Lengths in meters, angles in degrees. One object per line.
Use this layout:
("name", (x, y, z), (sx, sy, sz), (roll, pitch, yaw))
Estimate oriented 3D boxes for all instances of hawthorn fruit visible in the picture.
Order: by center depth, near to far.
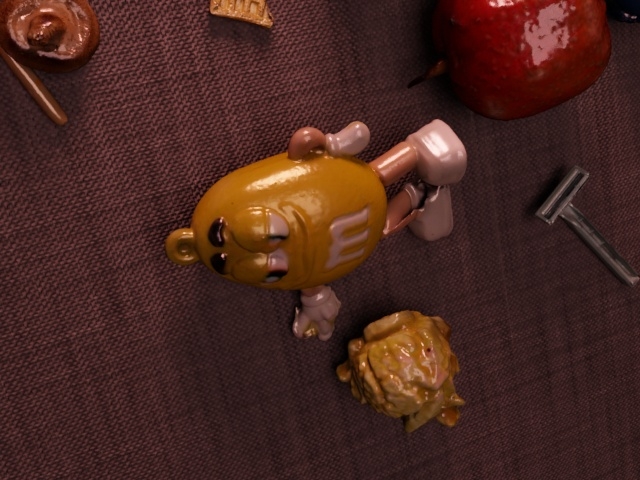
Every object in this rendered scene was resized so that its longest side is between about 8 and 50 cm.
("hawthorn fruit", (0.265, -0.294, 1.223), (0.300, 0.254, 0.254), (-24, 112, 13))

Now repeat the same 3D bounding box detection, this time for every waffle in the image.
("waffle", (-0.100, -0.379, 1.149), (0.097, 0.023, 0.152), (5, 99, -25))

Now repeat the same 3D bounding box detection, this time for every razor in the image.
("razor", (0.480, -0.007, 1.461), (0.278, 0.056, 0.111), (42, 85, -32))

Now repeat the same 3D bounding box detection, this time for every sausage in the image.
("sausage", (-0.374, -0.204, 1.073), (0.024, 0.024, 0.132), (-37, 112, -11))

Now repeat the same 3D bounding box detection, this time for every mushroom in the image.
("mushroom", (-0.342, -0.265, 1.041), (0.126, 0.085, 0.109), (24, 51, -26))

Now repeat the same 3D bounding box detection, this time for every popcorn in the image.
("popcorn", (0.138, 0.201, 1.291), (0.187, 0.185, 0.167), (21, 111, -33))

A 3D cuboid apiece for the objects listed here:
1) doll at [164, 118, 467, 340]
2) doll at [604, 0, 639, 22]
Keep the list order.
("doll", (0.025, -0.027, 1.213), (0.423, 0.161, 0.348), (-41, 130, -1))
("doll", (0.579, -0.447, 1.299), (0.310, 0.284, 0.240), (25, 49, -21))
